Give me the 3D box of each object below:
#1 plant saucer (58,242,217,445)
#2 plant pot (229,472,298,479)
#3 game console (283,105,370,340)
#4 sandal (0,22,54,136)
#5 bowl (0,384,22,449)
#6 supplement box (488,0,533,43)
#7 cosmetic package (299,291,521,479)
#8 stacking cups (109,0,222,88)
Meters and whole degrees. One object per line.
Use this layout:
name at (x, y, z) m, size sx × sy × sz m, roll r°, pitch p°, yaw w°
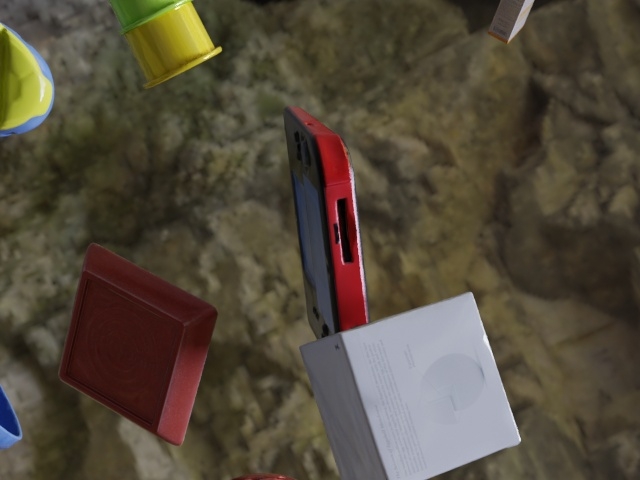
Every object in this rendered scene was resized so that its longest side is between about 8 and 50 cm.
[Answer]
plant saucer at (-0.306, 0.171, 2.160) m, size 0.048 × 0.258 × 0.259 m, roll -23°, pitch 135°, yaw -59°
plant pot at (-0.046, 0.348, 1.449) m, size 0.191 × 0.191 × 0.174 m, roll -24°, pitch -179°, yaw -16°
game console at (0.000, 0.000, 2.131) m, size 0.060 × 0.386 × 0.342 m, roll -10°, pitch -164°, yaw -12°
sandal at (-0.399, -0.174, 1.333) m, size 0.317 × 0.126 × 0.138 m, roll 17°, pitch 178°, yaw 14°
bowl at (-0.496, 0.096, 1.614) m, size 0.077 × 0.391 × 0.391 m, roll -34°, pitch 176°, yaw -8°
supplement box at (0.288, -0.348, 2.009) m, size 0.062 × 0.036 × 0.098 m, roll -47°, pitch 163°, yaw -43°
cosmetic package at (0.121, 0.214, 1.888) m, size 0.224 × 0.224 × 0.138 m, roll -15°, pitch 175°, yaw -30°
stacking cups at (-0.217, -0.318, 1.427) m, size 0.096 × 0.316 × 0.096 m, roll -26°, pitch -168°, yaw 6°
